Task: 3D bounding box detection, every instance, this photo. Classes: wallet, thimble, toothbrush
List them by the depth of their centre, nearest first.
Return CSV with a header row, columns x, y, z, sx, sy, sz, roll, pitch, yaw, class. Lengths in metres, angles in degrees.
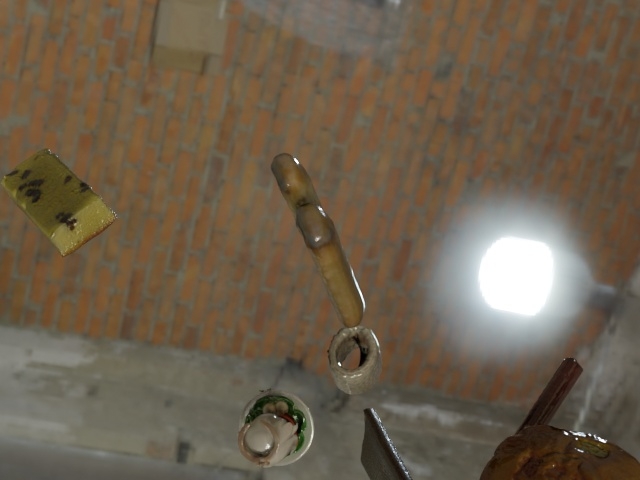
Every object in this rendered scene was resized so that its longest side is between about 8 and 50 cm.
x,y,z,sx,sy,sz,roll,pitch,yaw,class
0.348,0.359,1.951,0.364,0.041,0.041,-54,-171,-10,toothbrush
0.125,0.418,1.988,0.243,0.039,0.132,-121,-152,-59,wallet
0.066,0.231,2.164,0.090,0.102,0.115,74,10,-57,thimble

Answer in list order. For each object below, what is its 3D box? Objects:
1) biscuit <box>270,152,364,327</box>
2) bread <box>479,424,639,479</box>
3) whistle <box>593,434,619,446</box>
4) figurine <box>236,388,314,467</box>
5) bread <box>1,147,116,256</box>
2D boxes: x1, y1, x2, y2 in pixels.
x,y,z,sx,sy,sz,roll,pitch,yaw,class
0.000,0.000,1.996,0.290,0.062,0.236,68,-2,-48,biscuit
0.386,0.425,1.777,0.148,0.270,0.269,78,8,-46,bread
0.660,0.538,2.605,0.346,0.134,0.142,29,36,-62,whistle
-0.086,0.312,1.802,0.154,0.132,0.132,-8,110,-80,figurine
-0.564,-0.090,2.371,0.361,0.138,0.077,35,-19,51,bread
